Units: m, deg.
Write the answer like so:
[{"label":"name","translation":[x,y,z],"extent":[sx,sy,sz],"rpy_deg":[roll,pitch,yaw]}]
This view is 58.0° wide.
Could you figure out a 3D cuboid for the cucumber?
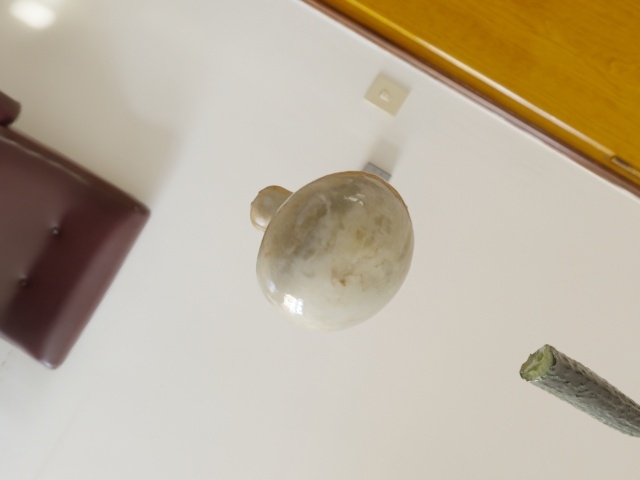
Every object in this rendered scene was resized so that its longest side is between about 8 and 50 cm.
[{"label":"cucumber","translation":[0.338,0.191,0.711],"extent":[0.052,0.215,0.058],"rpy_deg":[-64,-162,-11]}]

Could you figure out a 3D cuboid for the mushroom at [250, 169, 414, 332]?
[{"label":"mushroom","translation":[0.006,0.016,0.713],"extent":[0.209,0.206,0.206],"rpy_deg":[-5,-134,50]}]
